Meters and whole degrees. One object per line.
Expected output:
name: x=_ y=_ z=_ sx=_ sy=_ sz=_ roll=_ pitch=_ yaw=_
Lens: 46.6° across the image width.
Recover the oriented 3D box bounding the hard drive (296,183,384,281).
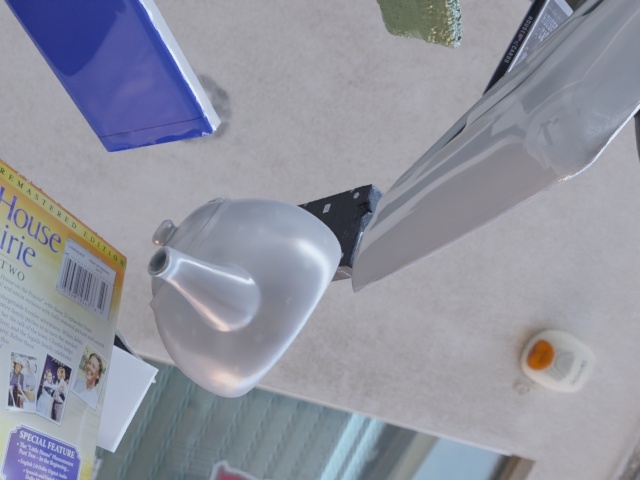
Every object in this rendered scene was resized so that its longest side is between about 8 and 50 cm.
hard drive: x=0.000 y=0.000 z=1.882 sx=0.339 sy=0.064 sz=0.236 roll=-14 pitch=-130 yaw=45

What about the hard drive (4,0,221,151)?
hard drive: x=-0.298 y=-0.270 z=1.022 sx=0.210 sy=0.318 sz=0.040 roll=-4 pitch=-139 yaw=31

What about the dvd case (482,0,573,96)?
dvd case: x=0.423 y=-0.383 z=1.513 sx=0.030 sy=0.179 sz=0.238 roll=36 pitch=-72 yaw=25

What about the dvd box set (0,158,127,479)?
dvd box set: x=-0.317 y=0.132 z=0.677 sx=0.062 sy=0.307 sz=0.420 roll=-11 pitch=-122 yaw=20

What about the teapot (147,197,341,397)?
teapot: x=-0.110 y=0.040 z=0.859 sx=0.256 sy=0.187 sz=0.252 roll=-48 pitch=-171 yaw=47

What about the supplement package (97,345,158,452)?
supplement package: x=-0.381 y=0.202 z=1.115 sx=0.244 sy=0.134 sz=0.139 roll=8 pitch=-114 yaw=49

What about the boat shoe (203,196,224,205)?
boat shoe: x=-0.231 y=0.047 z=1.552 sx=0.118 sy=0.103 sz=0.320 roll=110 pitch=-23 yaw=-58

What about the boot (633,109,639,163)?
boot: x=0.456 y=-0.153 z=0.752 sx=0.118 sy=0.338 sz=0.222 roll=127 pitch=-46 yaw=-67

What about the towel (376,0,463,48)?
towel: x=0.103 y=-0.279 z=0.808 sx=0.110 sy=0.148 sz=0.027 roll=25 pitch=-118 yaw=35

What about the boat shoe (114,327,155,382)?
boat shoe: x=-0.317 y=0.195 z=1.220 sx=0.038 sy=0.125 sz=0.046 roll=-38 pitch=157 yaw=-18

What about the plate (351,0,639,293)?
plate: x=0.141 y=-0.094 z=0.472 sx=0.278 sy=0.045 sz=0.277 roll=-44 pitch=-179 yaw=-23
